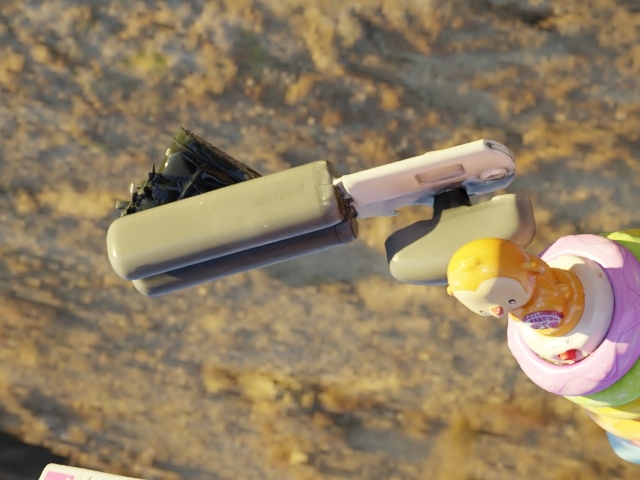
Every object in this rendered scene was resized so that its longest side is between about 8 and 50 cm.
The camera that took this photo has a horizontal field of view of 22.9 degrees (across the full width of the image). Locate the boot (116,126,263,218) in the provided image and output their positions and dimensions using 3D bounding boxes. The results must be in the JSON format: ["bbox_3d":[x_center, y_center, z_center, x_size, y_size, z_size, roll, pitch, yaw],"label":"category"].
[{"bbox_3d":[-0.098,-0.025,1.298,0.121,0.099,0.045,32,-171,-15],"label":"boot"}]

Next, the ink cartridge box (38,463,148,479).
[{"bbox_3d":[-0.056,0.212,0.975,0.186,0.065,0.311,35,158,-22],"label":"ink cartridge box"}]

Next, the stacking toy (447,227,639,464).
[{"bbox_3d":[0.188,0.050,1.031,0.175,0.166,0.302,-17,156,39],"label":"stacking toy"}]

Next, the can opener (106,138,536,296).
[{"bbox_3d":[0.000,0.000,1.057,0.283,0.095,0.076,-16,157,11],"label":"can opener"}]
